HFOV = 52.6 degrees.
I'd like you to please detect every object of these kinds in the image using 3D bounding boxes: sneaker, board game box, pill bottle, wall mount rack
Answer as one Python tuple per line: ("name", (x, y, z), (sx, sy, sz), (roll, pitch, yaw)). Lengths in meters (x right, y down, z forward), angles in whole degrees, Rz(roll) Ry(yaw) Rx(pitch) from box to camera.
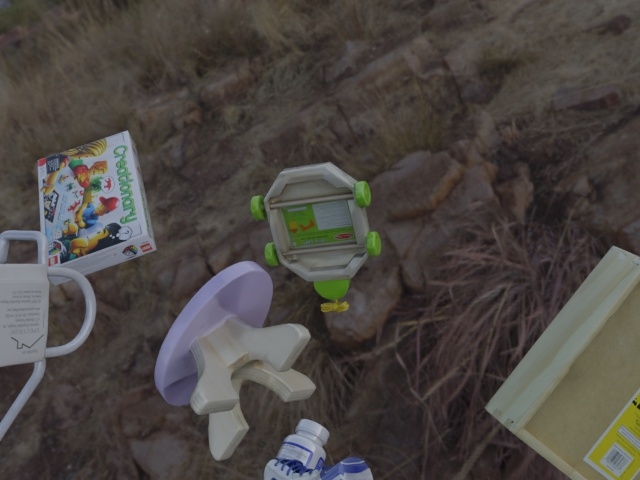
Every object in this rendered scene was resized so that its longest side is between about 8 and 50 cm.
("sneaker", (-0.045, 0.544, 1.438), (0.315, 0.127, 0.182), (-47, 44, 24))
("board game box", (-0.433, -0.072, 1.236), (0.192, 0.053, 0.305), (-20, 51, -5))
("pill bottle", (-0.074, 0.731, 2.108), (0.152, 0.152, 0.272), (0, 47, 37))
("wall mount rack", (-0.426, 0.133, 0.730), (0.130, 0.350, 0.304), (0, 87, 27))

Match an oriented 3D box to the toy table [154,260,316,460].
("toy table", (-0.132, 0.190, 1.005), (0.252, 0.274, 0.161), (-5, 38, -47))

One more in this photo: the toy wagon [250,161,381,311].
("toy wagon", (0.000, 0.000, 1.458), (0.267, 0.345, 0.068), (-6, 23, 20))

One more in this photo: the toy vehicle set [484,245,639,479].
("toy vehicle set", (0.275, 0.147, 0.562), (0.166, 0.267, 0.035), (-50, 30, -1))
